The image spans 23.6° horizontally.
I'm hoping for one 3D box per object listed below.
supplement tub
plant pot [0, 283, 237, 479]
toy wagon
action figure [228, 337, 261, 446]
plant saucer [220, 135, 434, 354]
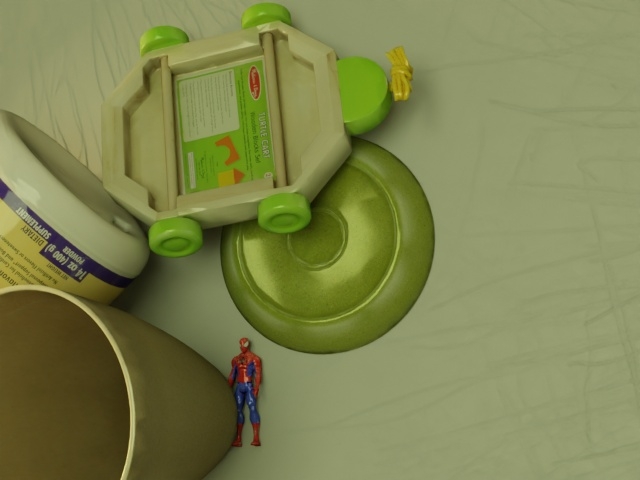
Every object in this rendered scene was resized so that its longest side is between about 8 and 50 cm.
[{"bbox_3d":[-0.370,0.052,1.627,0.331,0.241,0.241,-47,71,4],"label":"supplement tub"},{"bbox_3d":[-0.206,0.178,1.523,0.256,0.274,0.256,-3,84,30],"label":"plant pot"},{"bbox_3d":[-0.065,-0.126,1.626,0.344,0.068,0.267,-12,61,10],"label":"toy wagon"},{"bbox_3d":[-0.080,0.161,1.630,0.038,0.030,0.115,-6,76,21],"label":"action figure"},{"bbox_3d":[0.000,0.000,1.630,0.241,0.037,0.241,-3,79,17],"label":"plant saucer"}]
